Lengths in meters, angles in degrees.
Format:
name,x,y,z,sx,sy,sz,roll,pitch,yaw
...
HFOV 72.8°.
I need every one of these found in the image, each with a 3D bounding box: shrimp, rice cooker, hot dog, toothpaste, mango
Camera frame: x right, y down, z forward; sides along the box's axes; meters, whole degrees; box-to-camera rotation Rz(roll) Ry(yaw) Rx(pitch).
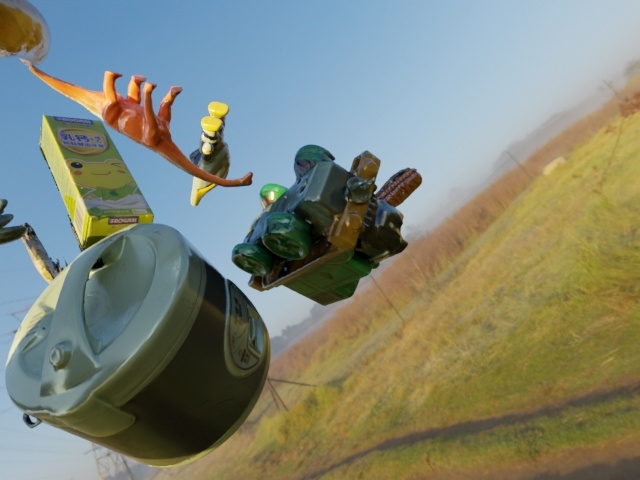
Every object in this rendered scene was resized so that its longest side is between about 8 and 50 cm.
name,x,y,z,sx,sy,sz,roll,pitch,yaw
shrimp,-0.802,0.047,1.270,0.046,0.219,0.152,-30,5,-11
rice cooker,-0.234,0.136,0.598,0.288,0.288,0.277,-36,-49,-4
hot dog,0.159,-0.107,0.943,0.144,0.062,0.038,-39,-29,-8
toothpaste,-0.424,-0.115,0.807,0.110,0.327,0.077,-7,-44,-42
mango,-0.472,-0.323,0.662,0.098,0.075,0.190,-50,5,2

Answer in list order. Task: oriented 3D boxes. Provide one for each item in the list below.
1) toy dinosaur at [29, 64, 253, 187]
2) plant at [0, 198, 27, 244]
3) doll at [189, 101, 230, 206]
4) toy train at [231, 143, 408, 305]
name,x,y,z,sx,sy,sz,roll,pitch,yaw
toy dinosaur,-0.208,-0.149,0.545,0.055,0.279,0.101,-86,21,-58
plant,-0.763,0.009,0.884,0.274,0.146,0.149,-49,4,-37
doll,-0.278,-0.216,1.100,0.103,0.146,0.316,-3,-26,-19
toy train,0.000,0.000,0.788,0.429,0.249,0.178,-30,34,55
